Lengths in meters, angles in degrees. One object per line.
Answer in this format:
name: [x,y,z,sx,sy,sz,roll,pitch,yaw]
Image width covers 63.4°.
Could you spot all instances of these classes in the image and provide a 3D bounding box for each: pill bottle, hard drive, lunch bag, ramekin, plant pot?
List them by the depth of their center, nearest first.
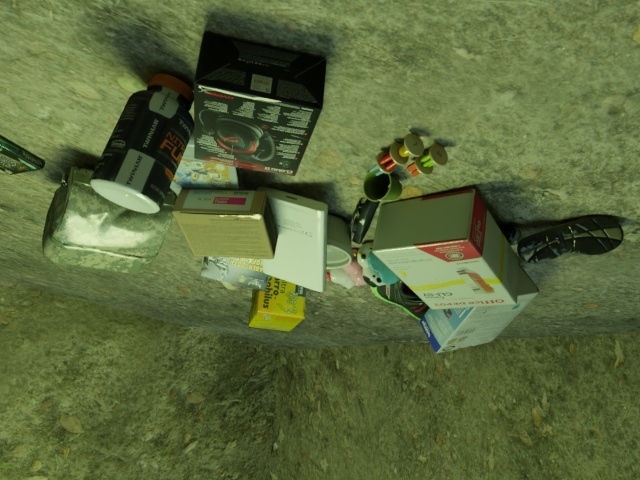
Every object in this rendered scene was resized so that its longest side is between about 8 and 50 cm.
pill bottle: [-0.317,-0.186,0.964,0.130,0.246,0.130,16,163,5]
plant pot: [0.161,-0.131,1.277,0.083,0.084,0.079,-13,165,39]
lunch bag: [-0.563,-0.065,1.407,0.304,0.213,0.256,15,141,-33]
hard drive: [-0.079,0.002,1.462,0.202,0.040,0.308,17,136,17]
ramekin: [0.000,0.000,1.585,0.206,0.109,0.207,8,156,3]

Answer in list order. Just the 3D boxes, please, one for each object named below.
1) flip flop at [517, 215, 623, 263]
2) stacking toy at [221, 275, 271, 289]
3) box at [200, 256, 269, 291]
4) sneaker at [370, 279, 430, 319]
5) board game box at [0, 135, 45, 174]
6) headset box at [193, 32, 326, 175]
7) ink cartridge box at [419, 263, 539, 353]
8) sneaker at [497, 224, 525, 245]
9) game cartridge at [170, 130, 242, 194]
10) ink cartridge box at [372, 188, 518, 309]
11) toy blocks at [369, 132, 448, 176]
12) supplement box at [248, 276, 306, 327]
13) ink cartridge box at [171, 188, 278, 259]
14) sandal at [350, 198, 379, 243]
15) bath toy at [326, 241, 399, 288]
flip flop: [0.703,-0.004,1.473,0.276,0.112,0.080,-17,-168,22]
stacking toy: [-0.196,0.083,1.854,0.329,0.141,0.141,-12,155,19]
box: [-0.275,0.064,1.744,0.230,0.056,0.183,15,124,-7]
sneaker: [0.397,0.195,1.924,0.482,0.186,0.202,18,164,-35]
board game box: [-0.809,-0.223,1.293,0.126,0.026,0.186,-4,158,22]
headset box: [-0.128,-0.236,0.995,0.217,0.110,0.293,8,159,-10]
ink cartridge box: [0.537,0.257,1.845,0.269,0.151,0.396,-5,139,-24]
sneaker: [0.513,-0.010,1.541,0.170,0.063,0.074,-15,150,36]
game cartridge: [-0.296,-0.182,1.261,0.197,0.062,0.297,1,160,-4]
ink cartridge box: [0.366,0.044,1.462,0.279,0.161,0.384,-9,145,36]
toy blocks: [0.192,-0.175,1.170,0.123,0.054,0.148,16,157,-27]
supplement box: [-0.187,0.259,2.215,0.195,0.194,0.356,9,159,-12]
ink cartridge box: [-0.242,-0.041,1.363,0.234,0.088,0.193,3,142,8]
sandal: [0.111,-0.054,1.472,0.054,0.097,0.254,30,160,7]
bath toy: [0.129,0.093,1.789,0.128,0.152,0.348,0,171,-26]
